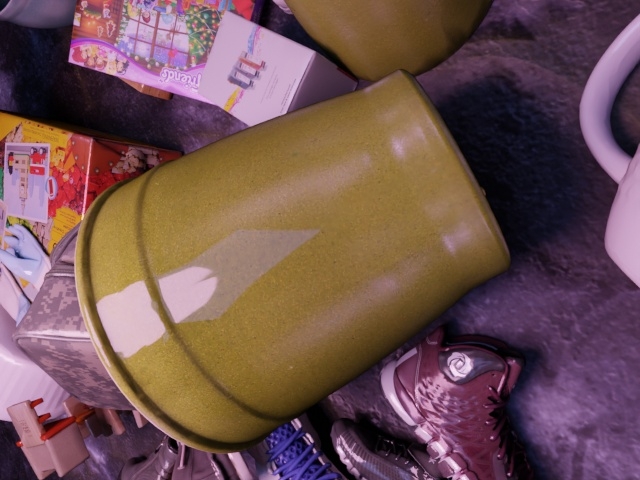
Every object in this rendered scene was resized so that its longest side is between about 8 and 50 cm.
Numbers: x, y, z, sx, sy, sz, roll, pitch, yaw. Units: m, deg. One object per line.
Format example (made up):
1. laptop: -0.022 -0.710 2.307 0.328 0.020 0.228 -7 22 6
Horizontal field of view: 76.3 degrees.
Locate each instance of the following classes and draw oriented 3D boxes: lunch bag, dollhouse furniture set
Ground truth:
1. lunch bag: -0.273 0.102 0.637 0.212 0.305 0.256 6 52 -3
2. dollhouse furniture set: -0.410 0.301 0.771 0.262 0.259 0.135 -23 91 28

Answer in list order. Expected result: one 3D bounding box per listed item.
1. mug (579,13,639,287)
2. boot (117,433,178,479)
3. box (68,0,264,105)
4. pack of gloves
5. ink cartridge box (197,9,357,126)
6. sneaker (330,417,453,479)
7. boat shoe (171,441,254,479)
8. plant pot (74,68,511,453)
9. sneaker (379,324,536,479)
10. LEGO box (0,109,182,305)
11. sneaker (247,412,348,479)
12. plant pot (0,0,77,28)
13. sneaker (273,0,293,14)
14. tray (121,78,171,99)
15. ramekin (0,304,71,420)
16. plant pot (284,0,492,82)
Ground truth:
1. mug: 0.374 -0.092 0.297 0.328 0.276 0.374 -57 36 28
2. boot: -0.330 0.449 0.831 0.246 0.083 0.161 -12 49 62
3. box: -0.257 -0.357 0.684 0.293 0.057 0.201 16 103 2
4. pack of gloves: -0.543 0.094 0.735 0.232 0.046 0.195 37 110 24
5. ink cartridge box: -0.066 -0.230 0.607 0.176 0.128 0.127 37 111 25
6. sneaker: 0.123 0.315 0.560 0.234 0.078 0.106 37 108 20
7. boat shoe: -0.192 0.327 0.639 0.112 0.095 0.335 64 155 3
8. plant pot: 0.000 0.000 0.479 0.353 0.366 0.366 -29 78 18
9. sneaker: 0.212 0.221 0.484 0.281 0.106 0.162 46 111 21
10. LEGO box: -0.558 -0.060 0.874 0.500 0.193 0.372 18 101 29
11. sneaker: -0.032 0.315 0.583 0.315 0.127 0.182 65 153 4
12. plant pot: -0.561 -0.574 0.843 0.293 0.196 0.293 2 93 31
13. sneaker: -0.052 -0.464 0.604 0.080 0.094 0.212 4 95 32
14. tray: -0.303 -0.504 0.766 0.203 0.076 0.411 35 109 25
15. ramekin: -0.606 0.232 0.882 0.277 0.277 0.135 42 105 22
16. plant pot: 0.033 -0.353 0.443 0.275 0.293 0.275 2 94 31
